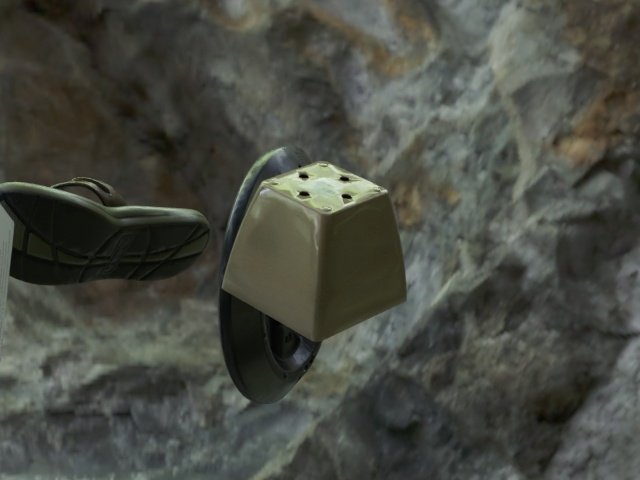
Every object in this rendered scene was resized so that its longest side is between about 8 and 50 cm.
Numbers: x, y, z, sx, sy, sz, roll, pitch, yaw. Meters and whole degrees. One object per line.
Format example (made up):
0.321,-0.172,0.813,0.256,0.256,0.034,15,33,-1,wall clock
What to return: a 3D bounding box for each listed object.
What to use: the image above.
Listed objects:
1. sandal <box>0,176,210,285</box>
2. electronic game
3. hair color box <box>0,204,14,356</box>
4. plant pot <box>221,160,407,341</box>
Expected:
-0.253,-0.016,1.502,0.303,0.120,0.086,8,-139,-50,sandal
-0.037,0.030,1.217,0.048,0.229,0.229,6,-124,20,electronic game
-0.387,-0.049,1.162,0.110,0.339,0.185,-16,-136,8,hair color box
0.000,0.000,1.072,0.109,0.096,0.109,27,-147,36,plant pot
